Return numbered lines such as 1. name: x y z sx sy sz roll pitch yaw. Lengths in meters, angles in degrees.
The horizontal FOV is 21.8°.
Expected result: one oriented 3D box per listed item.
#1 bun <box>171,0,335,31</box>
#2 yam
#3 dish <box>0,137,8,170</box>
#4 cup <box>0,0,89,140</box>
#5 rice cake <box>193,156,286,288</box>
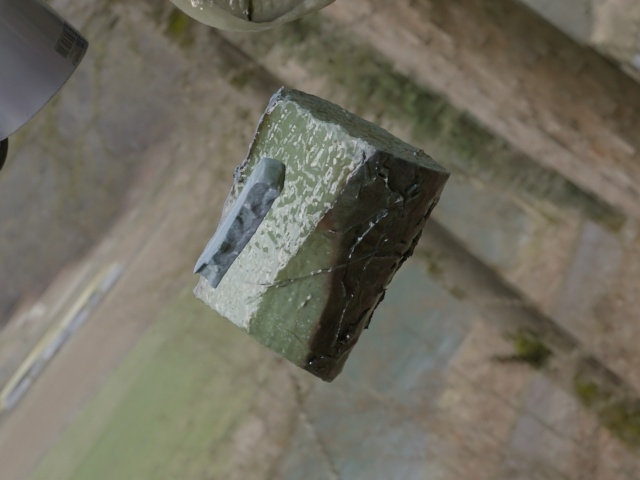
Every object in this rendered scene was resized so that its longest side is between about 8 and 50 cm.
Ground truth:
1. bun: -0.062 -0.326 1.764 0.237 0.210 0.116 -9 2 -3
2. yam: 0.001 -0.001 1.725 0.201 0.202 0.271 12 -68 -50
3. dish: -0.444 -0.142 1.618 0.120 0.303 0.303 -36 8 20
4. cup: -0.316 -0.197 1.580 0.134 0.142 0.173 -41 22 16
5. rice cake: -0.075 -0.012 1.534 0.180 0.030 0.042 126 163 -50
